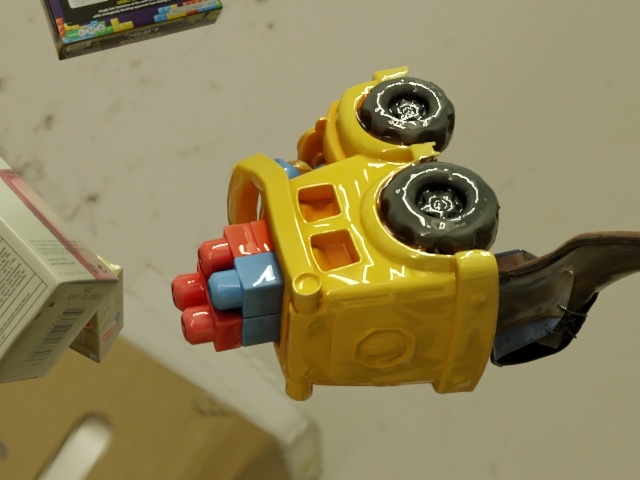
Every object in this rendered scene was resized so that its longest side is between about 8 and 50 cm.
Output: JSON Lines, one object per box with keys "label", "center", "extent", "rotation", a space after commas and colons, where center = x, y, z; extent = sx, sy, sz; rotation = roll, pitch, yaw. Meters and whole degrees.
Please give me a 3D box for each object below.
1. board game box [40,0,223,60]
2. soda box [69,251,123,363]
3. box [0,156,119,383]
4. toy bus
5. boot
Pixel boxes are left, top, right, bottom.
{"label": "board game box", "center": [-0.202, -0.270, 1.529], "extent": [0.048, 0.170, 0.141], "rotation": [134, -61, -69]}
{"label": "soda box", "center": [-0.275, 0.080, 1.824], "extent": [0.058, 0.061, 0.181], "rotation": [28, -26, 6]}
{"label": "box", "center": [-0.355, 0.020, 1.602], "extent": [0.232, 0.149, 0.127], "rotation": [45, 15, 17]}
{"label": "toy bus", "center": [0.000, 0.000, 1.040], "extent": [0.149, 0.211, 0.220], "rotation": [93, -15, -47]}
{"label": "boot", "center": [0.245, 0.056, 1.440], "extent": [0.219, 0.106, 0.082], "rotation": [-15, -23, 41]}
